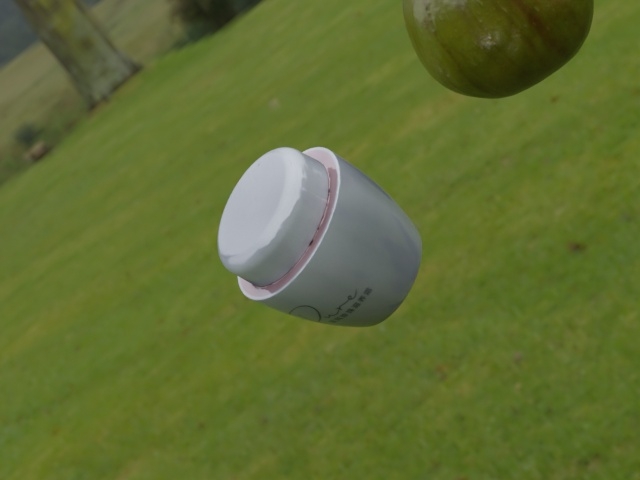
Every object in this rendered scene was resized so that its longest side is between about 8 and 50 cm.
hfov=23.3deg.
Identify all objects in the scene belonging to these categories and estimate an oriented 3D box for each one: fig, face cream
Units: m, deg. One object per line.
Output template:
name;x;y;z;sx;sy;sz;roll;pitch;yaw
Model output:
fig;0.124;-0.199;1.156;0.142;0.186;0.148;-17;53;14
face cream;0.000;0.000;0.845;0.091;0.095;0.091;-40;35;36
